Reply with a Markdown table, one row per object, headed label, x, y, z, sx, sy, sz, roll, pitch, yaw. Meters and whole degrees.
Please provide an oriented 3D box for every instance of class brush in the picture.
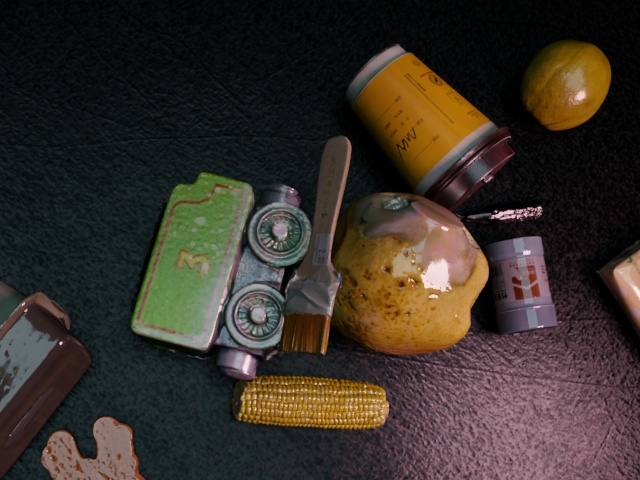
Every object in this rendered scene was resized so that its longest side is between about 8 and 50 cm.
| label | x | y | z | sx | sy | sz | roll | pitch | yaw |
| --- | --- | --- | --- | --- | --- | --- | --- | --- | --- |
| brush | 0.000 | 0.000 | 1.257 | 0.085 | 0.020 | 0.336 | 3 | 73 | 21 |

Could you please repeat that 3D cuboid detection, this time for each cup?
| label | x | y | z | sx | sy | sz | roll | pitch | yaw |
| --- | --- | --- | --- | --- | --- | --- | --- | --- | --- |
| cup | 0.176 | -0.185 | 1.443 | 0.196 | 0.196 | 0.279 | -40 | 80 | -16 |

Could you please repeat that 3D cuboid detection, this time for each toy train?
| label | x | y | z | sx | sy | sz | roll | pitch | yaw |
| --- | --- | --- | --- | --- | --- | --- | --- | --- | --- |
| toy train | -0.146 | 0.051 | 1.335 | 0.249 | 0.173 | 0.307 | 15 | 77 | 0 |

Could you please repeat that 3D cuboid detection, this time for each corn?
| label | x | y | z | sx | sy | sz | roll | pitch | yaw |
| --- | --- | --- | --- | --- | --- | --- | --- | --- | --- |
| corn | -0.015 | 0.256 | 1.362 | 0.248 | 0.081 | 0.081 | 6 | 78 | -11 |

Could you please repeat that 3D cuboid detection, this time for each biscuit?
| label | x | y | z | sx | sy | sz | roll | pitch | yaw |
| --- | --- | --- | --- | --- | --- | --- | --- | --- | --- |
| biscuit | -0.326 | 0.387 | 1.293 | 0.144 | 0.040 | 0.236 | -17 | 86 | -6 |

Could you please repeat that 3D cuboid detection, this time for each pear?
| label | x | y | z | sx | sy | sz | roll | pitch | yaw |
| --- | --- | --- | --- | --- | --- | --- | --- | --- | --- |
| pear | 0.431 | -0.275 | 1.530 | 0.149 | 0.149 | 0.162 | 41 | 92 | -2 |
| pear | 0.128 | 0.054 | 1.345 | 0.271 | 0.271 | 0.271 | 2 | 79 | -12 |

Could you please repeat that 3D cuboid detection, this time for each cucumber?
| label | x | y | z | sx | sy | sz | roll | pitch | yaw |
| --- | --- | --- | --- | --- | --- | --- | --- | --- | --- |
| cucumber | 0.311 | -0.048 | 1.513 | 0.163 | 0.039 | 0.043 | -9 | 60 | -15 |

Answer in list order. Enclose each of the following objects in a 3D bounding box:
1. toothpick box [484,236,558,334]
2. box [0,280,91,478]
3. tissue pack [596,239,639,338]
| label | x | y | z | sx | sy | sz | roll | pitch | yaw |
| --- | --- | --- | --- | --- | --- | --- | --- | --- | --- |
| toothpick box | 0.339 | 0.078 | 1.461 | 0.101 | 0.101 | 0.153 | -7 | 80 | -13 |
| box | -0.469 | 0.201 | 1.207 | 0.166 | 0.220 | 0.290 | 34 | 75 | 9 |
| tissue pack | 0.622 | 0.098 | 1.523 | 0.186 | 0.090 | 0.222 | -31 | 86 | -14 |
